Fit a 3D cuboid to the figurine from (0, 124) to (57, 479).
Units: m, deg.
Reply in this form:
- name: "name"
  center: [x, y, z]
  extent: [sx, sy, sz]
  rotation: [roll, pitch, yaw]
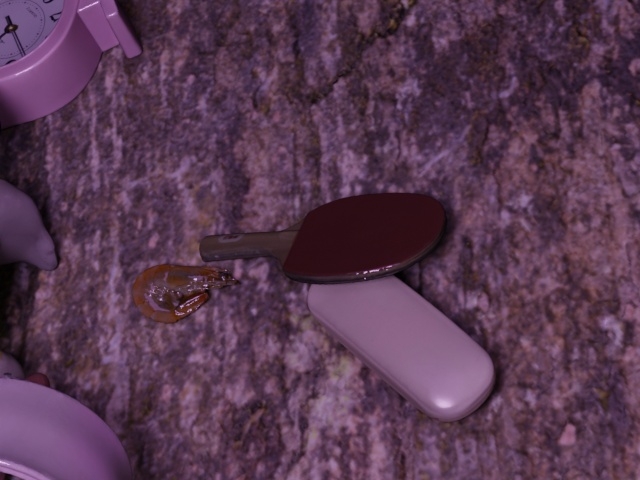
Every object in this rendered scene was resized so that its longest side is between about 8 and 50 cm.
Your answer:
- name: "figurine"
  center: [-0.340, 0.042, 1.410]
  extent: [0.154, 0.193, 0.421]
  rotation: [-42, 44, 37]

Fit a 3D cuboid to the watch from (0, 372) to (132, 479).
- name: "watch"
  center: [-0.281, 0.215, 1.198]
  extent: [0.231, 0.244, 0.196]
  rotation: [-1, 36, 9]

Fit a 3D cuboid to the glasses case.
- name: "glasses case"
  center: [0.071, 0.085, 1.327]
  extent: [0.081, 0.051, 0.204]
  rotation: [-42, 56, -11]

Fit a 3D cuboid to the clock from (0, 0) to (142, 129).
- name: "clock"
  center: [-0.380, -0.241, 1.633]
  extent: [0.275, 0.080, 0.290]
  rotation: [-37, 57, -7]

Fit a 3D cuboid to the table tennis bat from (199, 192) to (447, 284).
- name: "table tennis bat"
  center: [0.000, 0.000, 1.395]
  extent: [0.246, 0.022, 0.138]
  rotation: [-4, 33, 24]

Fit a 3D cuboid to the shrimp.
- name: "shrimp"
  center: [-0.131, 0.052, 1.425]
  extent: [0.108, 0.023, 0.059]
  rotation: [2, 71, 17]
